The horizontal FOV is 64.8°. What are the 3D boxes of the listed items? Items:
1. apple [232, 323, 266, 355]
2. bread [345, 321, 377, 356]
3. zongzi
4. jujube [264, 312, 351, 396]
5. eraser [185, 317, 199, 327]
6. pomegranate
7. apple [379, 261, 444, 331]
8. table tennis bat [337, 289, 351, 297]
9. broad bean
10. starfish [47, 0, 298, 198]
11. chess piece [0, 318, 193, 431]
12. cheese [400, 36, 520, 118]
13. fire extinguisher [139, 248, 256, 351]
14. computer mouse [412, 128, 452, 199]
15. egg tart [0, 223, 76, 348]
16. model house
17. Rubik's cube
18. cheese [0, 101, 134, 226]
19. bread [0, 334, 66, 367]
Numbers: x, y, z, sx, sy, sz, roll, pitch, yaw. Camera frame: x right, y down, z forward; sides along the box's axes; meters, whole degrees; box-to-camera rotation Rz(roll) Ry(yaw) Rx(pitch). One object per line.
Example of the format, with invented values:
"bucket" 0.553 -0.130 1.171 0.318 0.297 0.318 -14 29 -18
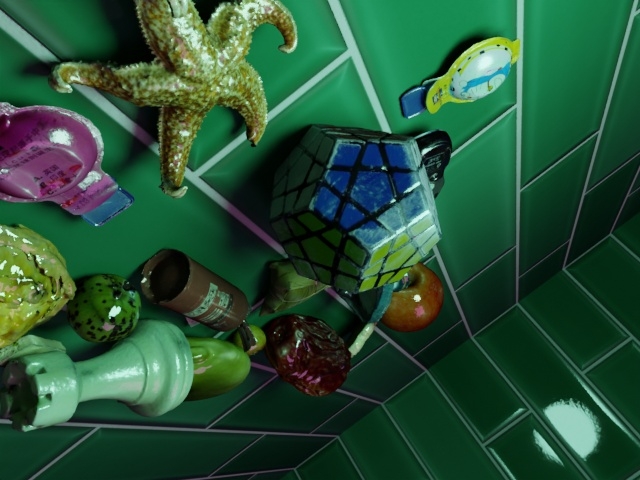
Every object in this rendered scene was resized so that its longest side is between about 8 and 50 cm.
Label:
"apple" -0.187 0.263 1.319 0.090 0.074 0.089 -27 152 -15
"bread" 0.132 0.313 1.674 0.181 0.039 0.251 -50 175 -17
"zongzi" -0.040 0.113 1.238 0.205 0.094 0.204 -15 149 -33
"jujube" -0.041 0.326 1.447 0.216 0.216 0.342 -37 145 2
"eraser" -0.284 0.164 1.126 0.038 0.019 0.083 -27 150 -17
"pomegranate" -0.385 0.121 0.877 0.162 0.122 0.122 -20 164 38
"apple" 0.253 0.162 1.496 0.218 0.218 0.201 -27 143 -16
"table tennis bat" 0.077 0.010 1.117 0.150 0.236 0.027 25 160 -35
"broad bean" -0.299 0.305 1.198 0.238 0.119 0.291 -30 148 20
"starfish" -0.167 -0.193 0.642 0.312 0.113 0.303 -12 142 -41
"chess piece" -0.402 0.250 0.924 0.194 0.194 0.299 -48 155 20
"cheese" 0.274 -0.309 0.981 0.250 0.064 0.156 -26 151 6
"fire extinguisher" -0.218 0.140 1.031 0.107 0.147 0.337 -26 151 8
"computer mouse" 0.206 -0.151 1.109 0.137 0.096 0.233 -25 145 -29
"egg tart" -0.498 0.097 0.715 0.291 0.107 0.290 -26 149 -17
"model house" 0.195 0.048 1.317 0.291 0.184 0.253 -27 146 -26
"Rubik's cube" 0.063 -0.062 0.909 0.319 0.318 0.264 -30 178 -10
"cheese" -0.338 -0.090 0.654 0.155 0.062 0.244 -35 152 0
"bread" -0.508 0.198 0.888 0.068 0.028 0.153 -30 169 -13
